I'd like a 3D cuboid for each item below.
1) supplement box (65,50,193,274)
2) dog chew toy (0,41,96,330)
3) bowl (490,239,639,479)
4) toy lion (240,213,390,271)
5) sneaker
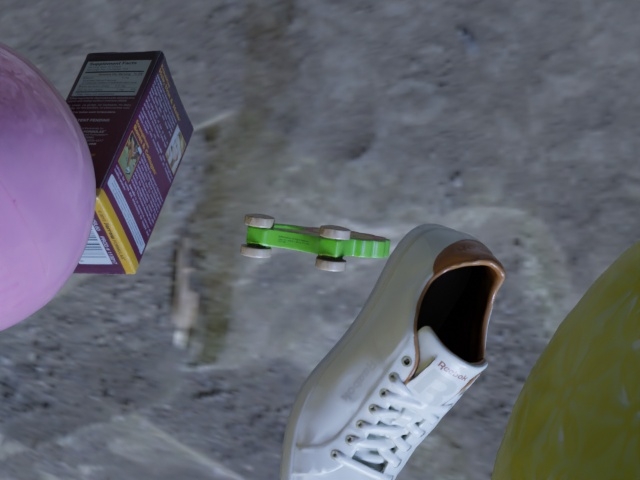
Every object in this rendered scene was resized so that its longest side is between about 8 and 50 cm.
[{"bbox_3d":[-0.190,-0.072,1.678,0.104,0.081,0.188,70,29,-44],"label":"supplement box"},{"bbox_3d":[-0.299,0.013,1.141,0.332,0.206,0.206,-42,104,-26],"label":"dog chew toy"},{"bbox_3d":[0.174,0.092,0.510,0.289,0.156,0.289,-3,77,15],"label":"bowl"},{"bbox_3d":[0.000,0.000,1.425,0.100,0.096,0.034,9,97,20],"label":"toy lion"},{"bbox_3d":[0.060,0.124,1.529,0.106,0.123,0.290,25,89,-26],"label":"sneaker"}]
